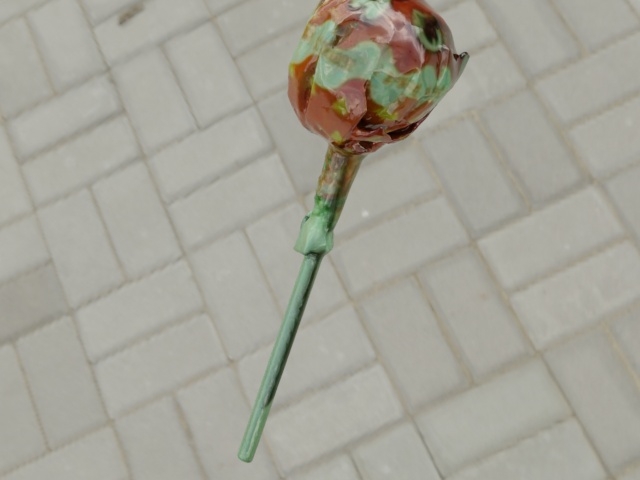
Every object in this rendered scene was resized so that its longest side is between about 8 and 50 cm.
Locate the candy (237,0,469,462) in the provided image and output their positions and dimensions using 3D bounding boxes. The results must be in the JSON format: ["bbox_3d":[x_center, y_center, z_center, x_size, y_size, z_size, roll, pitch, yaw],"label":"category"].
[{"bbox_3d":[0.002,0.000,0.655,0.084,0.078,0.287,22,110,15],"label":"candy"}]
